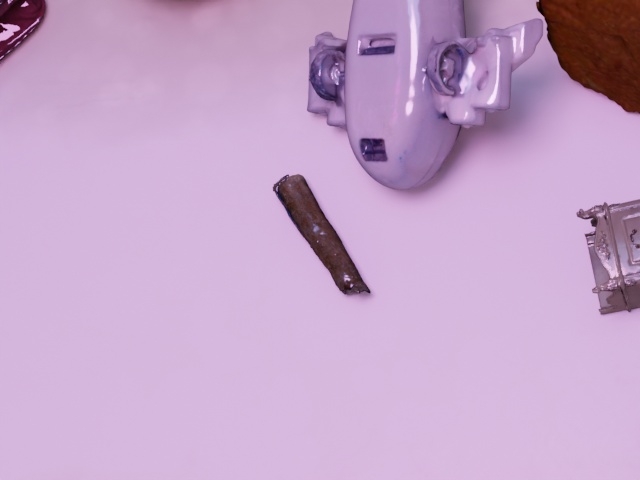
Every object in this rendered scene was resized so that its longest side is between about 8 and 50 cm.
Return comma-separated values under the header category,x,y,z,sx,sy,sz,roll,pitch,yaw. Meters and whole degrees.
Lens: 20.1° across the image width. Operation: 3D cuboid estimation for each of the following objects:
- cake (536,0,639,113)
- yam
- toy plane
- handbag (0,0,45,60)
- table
category,x,y,z,sx,sy,sz,roll,pitch,yaw
cake,0.320,-0.257,1.456,0.196,0.198,0.293,21,71,27
yam,0.000,0.000,1.525,0.033,0.027,0.129,-10,56,-33
toy plane,0.081,-0.164,1.512,0.245,0.117,0.244,-4,84,44
handbag,-0.389,-0.222,1.699,0.203,0.074,0.216,-44,63,-5
table,0.253,0.009,1.433,0.083,0.062,0.079,-12,65,11
